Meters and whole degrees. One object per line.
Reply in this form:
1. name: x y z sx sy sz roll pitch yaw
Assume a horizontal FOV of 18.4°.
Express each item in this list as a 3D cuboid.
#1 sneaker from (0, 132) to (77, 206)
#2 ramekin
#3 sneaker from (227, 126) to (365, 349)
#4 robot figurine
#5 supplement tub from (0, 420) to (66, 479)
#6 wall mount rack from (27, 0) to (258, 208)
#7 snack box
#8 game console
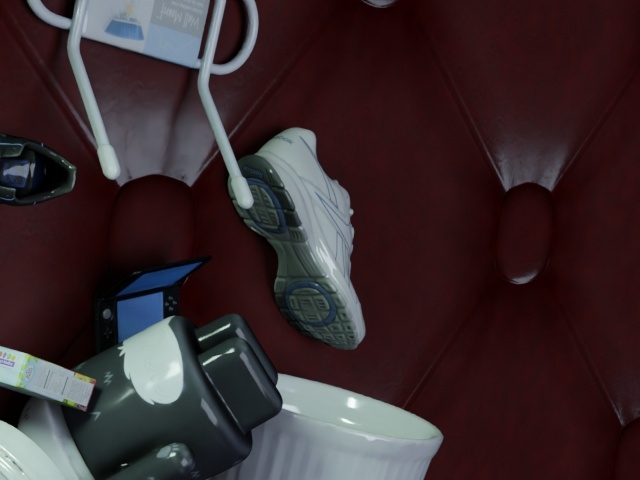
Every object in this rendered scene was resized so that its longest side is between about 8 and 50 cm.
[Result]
1. sneaker: -0.344 -0.077 1.944 0.232 0.090 0.081 0 97 -49
2. ramekin: -0.010 0.247 2.254 0.277 0.277 0.135 9 97 -49
3. sneaker: 0.000 0.000 2.340 0.129 0.111 0.297 -48 131 -39
4. robot figurine: -0.179 0.189 2.057 0.174 0.278 0.209 63 5 15
5. supplement tub: -0.397 0.330 1.852 0.325 0.235 0.235 -35 121 -39
6. wall mount rack: -0.159 -0.204 2.100 0.350 0.130 0.304 12 88 -48
7. snack box: -0.309 0.130 1.984 0.100 0.141 0.037 29 76 -47
8. game console: -0.182 0.072 2.170 0.122 0.071 0.107 -11 105 -46
